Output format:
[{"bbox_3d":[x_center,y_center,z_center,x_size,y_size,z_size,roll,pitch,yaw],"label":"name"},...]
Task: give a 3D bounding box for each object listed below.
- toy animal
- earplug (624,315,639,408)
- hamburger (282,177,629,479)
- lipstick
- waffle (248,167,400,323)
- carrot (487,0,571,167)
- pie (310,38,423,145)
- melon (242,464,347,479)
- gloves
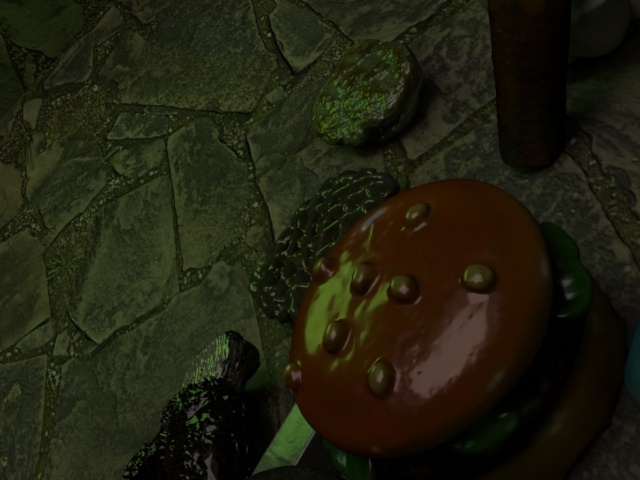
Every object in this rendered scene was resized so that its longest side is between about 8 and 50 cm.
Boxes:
[{"bbox_3d":[0.354,-0.375,1.736,0.183,0.247,0.310,-19,45,-17],"label":"toy animal"},{"bbox_3d":[0.449,0.058,1.273,0.324,0.185,0.185,-55,34,6],"label":"earplug"},{"bbox_3d":[0.156,0.109,1.432,0.396,0.277,0.396,-28,41,27],"label":"hamburger"},{"bbox_3d":[0.000,0.263,1.630,0.076,0.080,0.371,14,68,52],"label":"lipstick"},{"bbox_3d":[0.000,0.000,1.856,0.292,0.056,0.309,-53,18,-5],"label":"waffle"},{"bbox_3d":[0.293,-0.247,1.639,0.114,0.302,0.114,-6,37,5],"label":"carrot"},{"bbox_3d":[0.078,-0.244,2.023,0.248,0.090,0.201,20,84,54],"label":"pie"},{"bbox_3d":[-0.016,0.404,1.364,0.248,0.248,0.329,-47,33,3],"label":"melon"},{"bbox_3d":[-0.178,0.297,1.747,0.210,0.135,0.312,-25,43,24],"label":"gloves"}]
